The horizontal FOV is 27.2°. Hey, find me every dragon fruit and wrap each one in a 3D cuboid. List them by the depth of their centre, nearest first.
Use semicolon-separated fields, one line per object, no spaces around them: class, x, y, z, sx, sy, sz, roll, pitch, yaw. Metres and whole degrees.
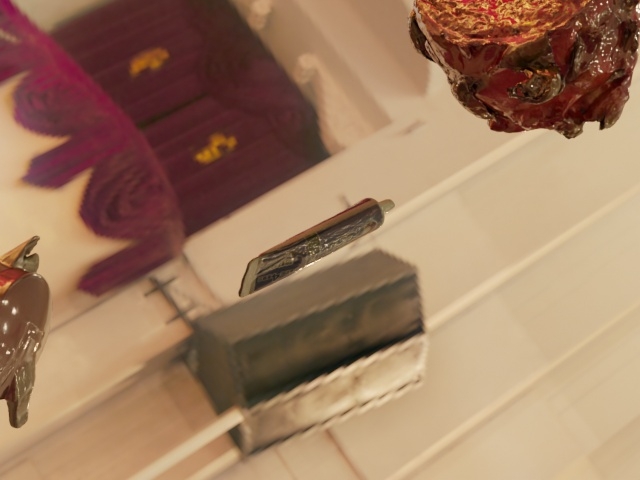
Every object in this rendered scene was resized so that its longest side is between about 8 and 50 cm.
dragon fruit;0.186;-0.185;1.170;0.147;0.211;0.282;55;26;-46

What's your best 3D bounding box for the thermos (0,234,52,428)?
thermos;-0.322;0.042;0.917;0.265;0.176;0.146;19;-16;16

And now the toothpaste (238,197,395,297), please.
toothpaste;0.000;0.000;1.280;0.035;0.197;0.057;46;-38;21
